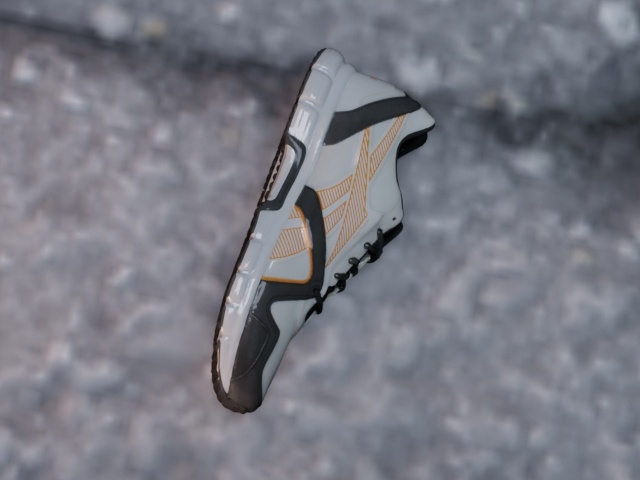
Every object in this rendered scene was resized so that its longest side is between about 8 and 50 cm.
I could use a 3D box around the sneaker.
[{"bbox_3d":[0.000,0.000,0.552,0.043,0.040,0.109,22,80,-4],"label":"sneaker"}]
